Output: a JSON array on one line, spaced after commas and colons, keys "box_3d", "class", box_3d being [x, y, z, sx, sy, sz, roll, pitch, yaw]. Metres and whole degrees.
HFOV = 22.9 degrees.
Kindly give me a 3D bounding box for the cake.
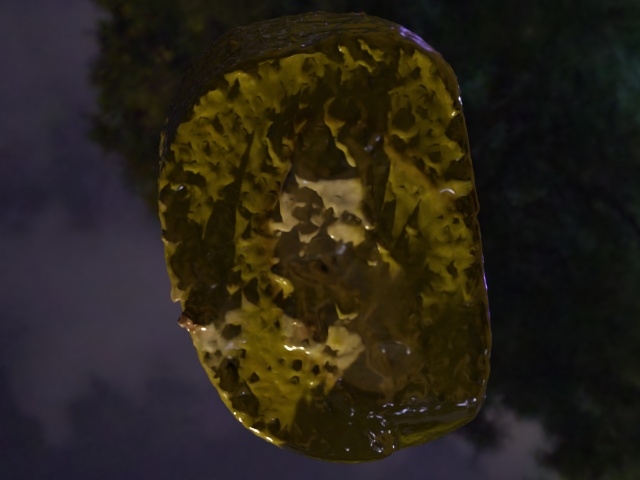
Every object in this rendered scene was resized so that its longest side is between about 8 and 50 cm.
[{"box_3d": [0.000, 0.000, 0.929, 0.156, 0.179, 0.260, -99, 2, -75], "class": "cake"}]
